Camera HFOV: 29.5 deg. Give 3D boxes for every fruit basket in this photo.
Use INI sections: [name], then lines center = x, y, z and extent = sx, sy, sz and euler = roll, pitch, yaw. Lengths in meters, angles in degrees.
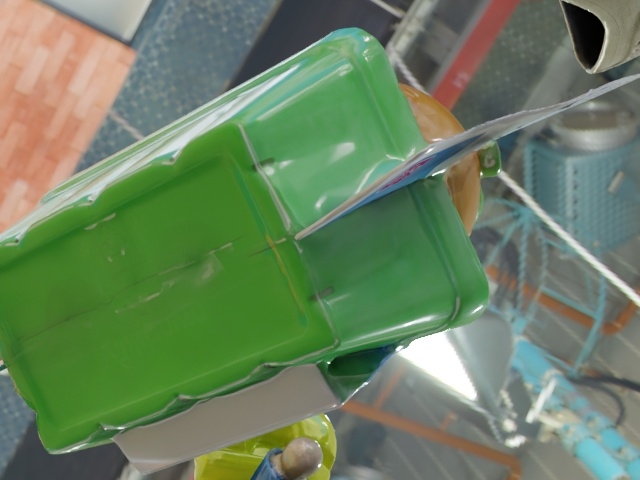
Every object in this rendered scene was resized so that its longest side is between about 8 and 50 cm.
[fruit basket]
center = 0.000, 0.000, 0.689
extent = 0.327, 0.353, 0.165
euler = -24, -95, 30

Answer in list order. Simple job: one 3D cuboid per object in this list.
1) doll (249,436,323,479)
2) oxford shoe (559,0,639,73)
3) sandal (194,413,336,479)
[doll]
center = -0.018, 0.129, 0.418
extent = 0.189, 0.046, 0.129
euler = -11, -130, 56
[oxford shoe]
center = 0.180, -0.260, 0.892
extent = 0.146, 0.397, 0.140
euler = -39, -138, 10
[sandal]
center = -0.057, 0.253, 0.822
extent = 0.317, 0.126, 0.138
euler = -65, 164, -52
